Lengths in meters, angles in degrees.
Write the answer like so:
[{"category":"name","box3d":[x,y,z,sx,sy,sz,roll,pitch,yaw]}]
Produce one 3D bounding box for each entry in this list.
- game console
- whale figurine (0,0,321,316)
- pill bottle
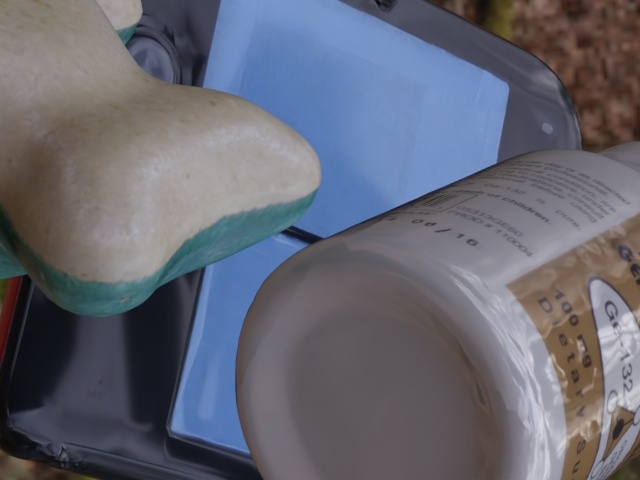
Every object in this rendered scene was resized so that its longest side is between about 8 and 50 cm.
[{"category":"game console","box3d":[0.000,0.000,1.085,0.386,0.060,0.342,21,69,-35]},{"category":"whale figurine","box3d":[-0.135,-0.032,0.574,0.216,0.272,0.141,-30,138,-50]},{"category":"pill bottle","box3d":[0.084,0.034,0.721,0.229,0.131,0.131,-24,108,-51]}]
